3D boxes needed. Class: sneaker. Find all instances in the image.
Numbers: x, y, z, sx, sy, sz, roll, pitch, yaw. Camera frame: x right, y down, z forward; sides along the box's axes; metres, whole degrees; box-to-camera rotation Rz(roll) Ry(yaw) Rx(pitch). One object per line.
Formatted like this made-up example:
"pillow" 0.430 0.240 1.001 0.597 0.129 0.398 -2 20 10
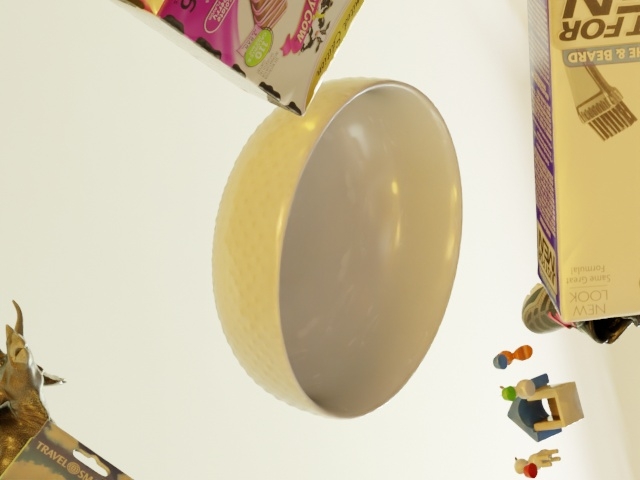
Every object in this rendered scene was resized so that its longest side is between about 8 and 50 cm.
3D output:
"sneaker" 0.271 0.074 2.050 0.063 0.170 0.074 35 -129 -33

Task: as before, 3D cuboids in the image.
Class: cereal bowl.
"cereal bowl" 0.000 0.000 1.987 0.339 0.141 0.339 -22 -63 -51

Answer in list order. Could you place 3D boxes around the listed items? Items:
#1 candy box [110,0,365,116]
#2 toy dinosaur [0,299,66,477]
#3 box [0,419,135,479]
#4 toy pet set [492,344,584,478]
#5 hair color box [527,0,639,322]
"candy box" -0.053 -0.209 1.529 0.159 0.071 0.233 -62 -30 -1
"toy dinosaur" -0.308 0.226 1.860 0.121 0.313 0.160 12 -150 -48
"box" -0.229 0.240 1.612 0.109 0.042 0.178 35 -135 -1
"toy pet set" 0.193 0.160 1.921 0.114 0.065 0.122 -16 -87 -47
"hair color box" 0.249 -0.121 1.449 0.110 0.185 0.338 -102 6 -69
